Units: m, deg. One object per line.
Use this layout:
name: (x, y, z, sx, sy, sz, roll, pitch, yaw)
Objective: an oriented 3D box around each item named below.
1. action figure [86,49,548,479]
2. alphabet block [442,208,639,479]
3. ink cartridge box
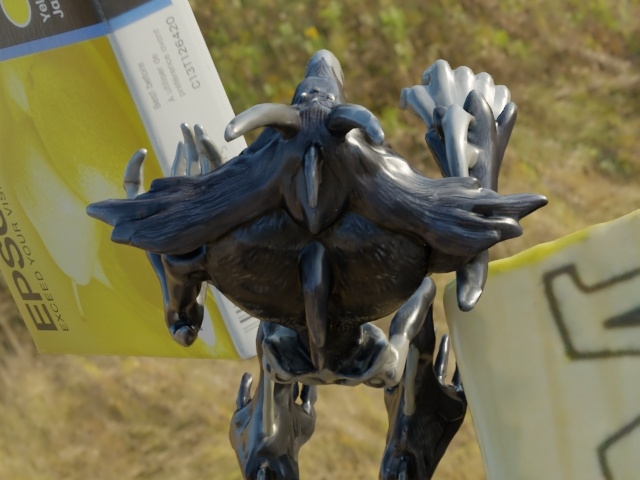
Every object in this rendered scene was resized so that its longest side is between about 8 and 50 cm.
action figure: (0.000, 0.000, 0.664, 0.164, 0.275, 0.141, -5, 57, 0)
alphabet block: (0.182, 0.107, 0.713, 0.193, 0.192, 0.197, -19, 56, 11)
ink cartridge box: (-0.171, -0.076, 0.977, 0.307, 0.303, 0.072, -6, 22, 48)
